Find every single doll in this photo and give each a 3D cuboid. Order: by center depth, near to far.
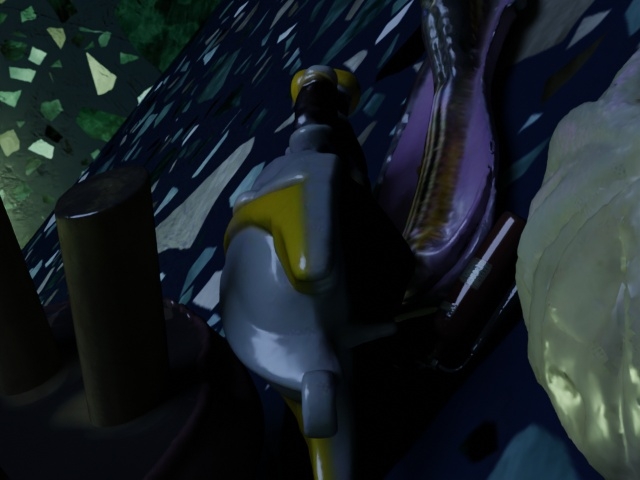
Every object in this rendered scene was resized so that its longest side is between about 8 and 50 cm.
[{"bbox_3d":[-0.001,-0.004,0.656,0.316,0.103,0.145,-84,15,-58],"label":"doll"}]

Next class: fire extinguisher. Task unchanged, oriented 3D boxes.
[{"bbox_3d":[0.084,0.035,0.589,0.046,0.032,0.100,30,83,34],"label":"fire extinguisher"}]

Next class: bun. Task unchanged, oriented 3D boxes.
[{"bbox_3d":[0.145,-0.010,0.344,0.193,0.128,0.178,-41,19,27],"label":"bun"}]

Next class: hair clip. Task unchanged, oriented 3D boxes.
[{"bbox_3d":[0.079,-0.081,0.778,0.110,0.095,0.359,-5,48,19],"label":"hair clip"}]

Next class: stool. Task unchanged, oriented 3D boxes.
[{"bbox_3d":[-0.181,0.081,0.618,0.272,0.178,0.272,-15,29,9],"label":"stool"}]
